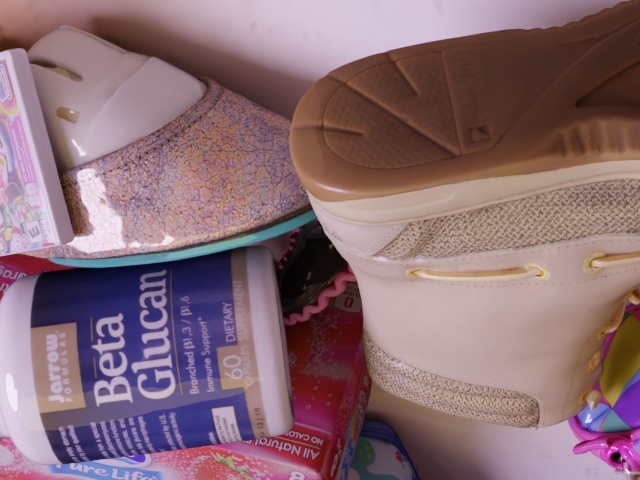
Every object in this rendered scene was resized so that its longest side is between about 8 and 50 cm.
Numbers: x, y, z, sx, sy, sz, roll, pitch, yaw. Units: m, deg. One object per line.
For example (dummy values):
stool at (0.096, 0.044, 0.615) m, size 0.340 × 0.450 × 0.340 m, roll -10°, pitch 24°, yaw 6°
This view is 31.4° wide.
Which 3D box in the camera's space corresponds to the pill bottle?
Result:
pill bottle at (-0.101, 0.058, 0.553) m, size 0.169 × 0.094 × 0.094 m, roll -8°, pitch 139°, yaw -1°

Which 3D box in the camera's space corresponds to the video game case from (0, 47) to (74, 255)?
video game case at (-0.170, -0.033, 0.526) m, size 0.122 × 0.011 × 0.087 m, roll -9°, pitch 99°, yaw 33°

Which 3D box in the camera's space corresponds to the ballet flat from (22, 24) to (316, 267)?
ballet flat at (-0.140, -0.044, 0.558) m, size 0.316 × 0.107 × 0.106 m, roll -6°, pitch 120°, yaw 28°

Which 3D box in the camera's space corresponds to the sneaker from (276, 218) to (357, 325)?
sneaker at (0.000, 0.000, 0.594) m, size 0.119 × 0.047 × 0.057 m, roll -34°, pitch 112°, yaw 30°

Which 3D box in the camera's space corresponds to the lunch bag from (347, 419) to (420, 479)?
lunch bag at (0.006, 0.225, 0.800) m, size 0.176 × 0.090 × 0.219 m, roll -20°, pitch 134°, yaw 7°

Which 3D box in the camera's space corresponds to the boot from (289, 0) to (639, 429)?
boot at (0.133, 0.000, 0.491) m, size 0.261 × 0.095 × 0.203 m, roll -8°, pitch 144°, yaw 7°

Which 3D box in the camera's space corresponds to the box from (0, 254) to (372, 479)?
box at (-0.103, 0.084, 0.673) m, size 0.256 × 0.128 × 0.123 m, roll 12°, pitch 142°, yaw 10°

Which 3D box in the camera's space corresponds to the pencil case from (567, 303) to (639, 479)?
pencil case at (0.231, 0.123, 0.605) m, size 0.236 × 0.104 × 0.104 m, roll 34°, pitch 140°, yaw -20°
